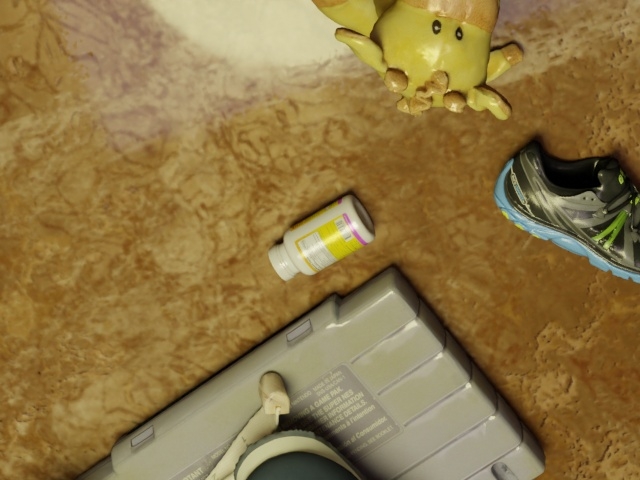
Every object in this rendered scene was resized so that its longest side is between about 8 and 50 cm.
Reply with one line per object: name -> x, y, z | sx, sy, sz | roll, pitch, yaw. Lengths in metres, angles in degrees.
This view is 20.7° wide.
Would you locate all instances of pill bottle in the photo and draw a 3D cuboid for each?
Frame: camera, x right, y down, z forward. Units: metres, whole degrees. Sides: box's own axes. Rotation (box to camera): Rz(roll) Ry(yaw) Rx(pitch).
pill bottle -> 0.000, 0.000, 1.425 | 0.083, 0.043, 0.043 | -29, 109, 14

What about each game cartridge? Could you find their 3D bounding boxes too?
game cartridge -> -0.016, 0.198, 1.505 | 0.355, 0.068, 0.230 | -34, 104, 16

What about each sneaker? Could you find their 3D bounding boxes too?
sneaker -> 0.233, -0.023, 1.393 | 0.188, 0.067, 0.078 | 23, 119, -4
sneaker -> 0.061, 0.280, 1.426 | 0.319, 0.131, 0.112 | 32, 110, -29

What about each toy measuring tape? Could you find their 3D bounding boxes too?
toy measuring tape -> -0.162, 0.223, 1.437 | 0.121, 0.121, 0.330 | 35, 102, -12

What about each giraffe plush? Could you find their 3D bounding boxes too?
giraffe plush -> 0.077, -0.166, 1.280 | 0.181, 0.170, 0.210 | -3, 113, 3
